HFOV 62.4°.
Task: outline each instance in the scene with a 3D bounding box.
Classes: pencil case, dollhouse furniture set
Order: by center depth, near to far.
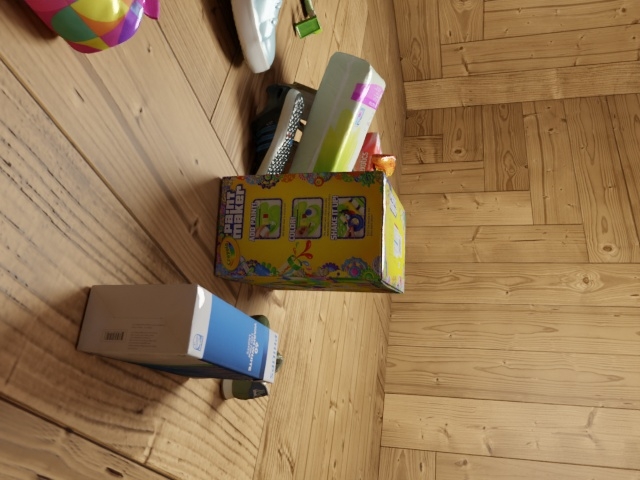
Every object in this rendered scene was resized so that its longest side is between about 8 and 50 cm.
[{"bbox_3d":[-0.243,-0.268,0.449,0.236,0.105,0.104,49,43,-66],"label":"pencil case"},{"bbox_3d":[-0.053,-0.272,1.210,0.182,0.101,0.160,-48,160,-68],"label":"dollhouse furniture set"},{"bbox_3d":[-0.039,-0.564,1.333,0.076,0.059,0.151,61,12,-46],"label":"dollhouse furniture set"}]

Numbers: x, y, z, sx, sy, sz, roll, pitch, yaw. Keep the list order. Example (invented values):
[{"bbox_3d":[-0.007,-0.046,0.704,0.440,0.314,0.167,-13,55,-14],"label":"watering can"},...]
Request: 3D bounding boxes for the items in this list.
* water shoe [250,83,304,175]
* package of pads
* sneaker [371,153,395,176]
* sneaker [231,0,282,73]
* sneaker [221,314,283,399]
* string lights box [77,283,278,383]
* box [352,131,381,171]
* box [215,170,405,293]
[{"bbox_3d":[-0.098,-0.200,1.026,0.203,0.080,0.073,-67,163,7],"label":"water shoe"},{"bbox_3d":[0.037,-0.239,1.156,0.229,0.101,0.296,-35,148,-74],"label":"package of pads"},{"bbox_3d":[0.186,-0.214,1.523,0.175,0.064,0.067,-1,99,-70],"label":"sneaker"},{"bbox_3d":[-0.076,-0.457,0.866,0.135,0.150,0.365,-98,-174,-52],"label":"sneaker"},{"bbox_3d":[-0.103,0.209,0.947,0.192,0.086,0.064,-69,153,-54],"label":"sneaker"},{"bbox_3d":[-0.159,0.127,0.665,0.259,0.133,0.076,55,37,-65],"label":"string lights box"},{"bbox_3d":[0.101,-0.175,1.592,0.154,0.142,0.299,72,24,-46],"label":"box"},{"bbox_3d":[0.000,0.000,0.972,0.290,0.279,0.176,33,58,-72],"label":"box"}]
